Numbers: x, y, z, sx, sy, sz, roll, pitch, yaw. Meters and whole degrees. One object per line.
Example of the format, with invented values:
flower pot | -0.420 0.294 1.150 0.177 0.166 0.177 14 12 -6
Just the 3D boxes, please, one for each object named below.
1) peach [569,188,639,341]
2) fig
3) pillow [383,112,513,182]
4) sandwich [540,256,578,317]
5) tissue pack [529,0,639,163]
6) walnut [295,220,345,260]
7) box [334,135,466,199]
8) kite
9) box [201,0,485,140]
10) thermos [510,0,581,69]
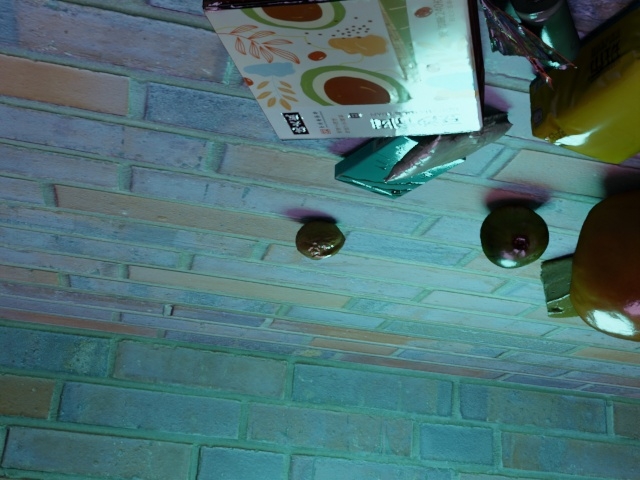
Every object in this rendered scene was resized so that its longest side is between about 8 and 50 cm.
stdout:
peach | 0.693 0.056 1.785 0.301 0.343 0.343 16 165 23
fig | 0.432 -0.017 1.986 0.151 0.151 0.259 6 -173 -2
pillow | 0.226 -0.166 1.515 0.229 0.050 0.148 -18 163 -43
sandwich | 0.646 0.114 2.244 0.128 0.122 0.236 -4 156 12
tissue pack | 0.476 -0.231 1.317 0.192 0.134 0.271 13 158 -19
walnut | 0.000 0.000 2.105 0.124 0.105 0.105 -5 159 2
box | 0.155 -0.156 1.713 0.161 0.042 0.226 18 153 -29
kite | 0.286 -0.284 1.234 0.189 0.009 0.232 45 -179 -21
box | 0.057 -0.293 1.259 0.344 0.122 0.385 -1 159 14
thermos | 0.328 -0.303 1.234 0.083 0.073 0.187 -36 148 11
